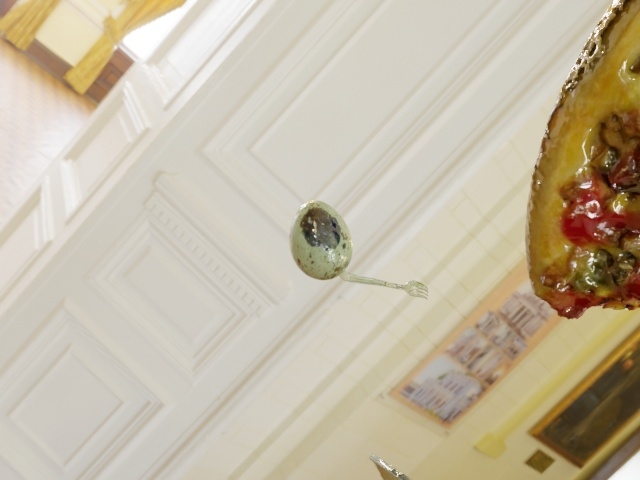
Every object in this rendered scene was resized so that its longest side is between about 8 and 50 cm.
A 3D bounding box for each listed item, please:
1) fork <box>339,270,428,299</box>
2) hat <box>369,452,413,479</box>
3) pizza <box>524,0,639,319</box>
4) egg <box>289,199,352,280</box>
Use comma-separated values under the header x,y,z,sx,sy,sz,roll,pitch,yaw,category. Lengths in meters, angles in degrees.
x,y,z,sx,sy,sz,roll,pitch,yaw,category
0.137,0.087,1.147,0.219,0.034,0.028,15,-15,-21,fork
0.134,0.374,0.642,0.257,0.130,0.257,33,-14,10,hat
0.420,-0.049,0.540,0.405,0.440,0.130,23,37,25,pizza
0.000,0.000,0.746,0.085,0.085,0.110,-119,-159,-70,egg
